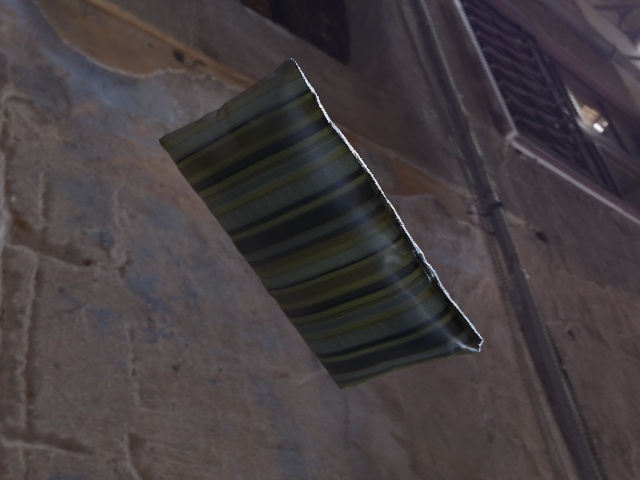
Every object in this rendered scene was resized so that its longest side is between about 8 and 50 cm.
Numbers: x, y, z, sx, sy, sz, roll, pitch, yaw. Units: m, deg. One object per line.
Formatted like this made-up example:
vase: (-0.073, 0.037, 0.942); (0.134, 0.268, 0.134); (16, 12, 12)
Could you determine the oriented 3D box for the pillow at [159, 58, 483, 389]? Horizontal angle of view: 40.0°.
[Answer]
pillow: (0.000, 0.000, 0.522); (0.113, 0.203, 0.038); (-23, -160, 34)
